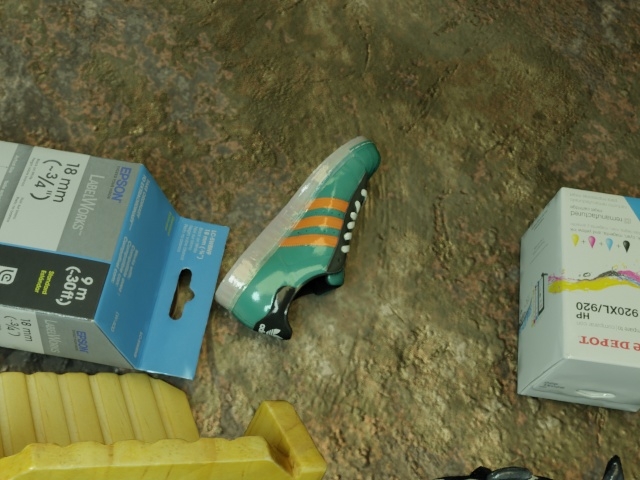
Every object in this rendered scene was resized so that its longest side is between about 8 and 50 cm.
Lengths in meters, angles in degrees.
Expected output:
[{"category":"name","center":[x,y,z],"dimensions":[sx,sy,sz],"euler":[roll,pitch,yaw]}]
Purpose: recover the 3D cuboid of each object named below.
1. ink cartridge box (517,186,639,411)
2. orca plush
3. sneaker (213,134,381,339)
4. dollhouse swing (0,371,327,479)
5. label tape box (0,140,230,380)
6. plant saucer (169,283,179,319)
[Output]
[{"category":"ink cartridge box","center":[0.361,0.080,1.443],"dimensions":[0.171,0.168,0.232],"euler":[8,65,-7]},{"category":"orca plush","center":[0.227,0.295,1.360],"dimensions":[0.287,0.151,0.102],"euler":[-13,37,-12]},{"category":"sneaker","center":[0.000,0.000,1.459],"dimensions":[0.121,0.108,0.302],"euler":[37,73,7]},{"category":"dollhouse swing","center":[-0.227,0.182,1.151],"dimensions":[0.347,0.315,0.305],"euler":[3,47,-23]},{"category":"label tape box","center":[-0.292,0.016,1.351],"dimensions":[0.334,0.106,0.240],"euler":[9,53,0]},{"category":"plant saucer","center":[-0.264,0.069,1.419],"dimensions":[0.169,0.029,0.168],"euler":[4,63,-8]}]
